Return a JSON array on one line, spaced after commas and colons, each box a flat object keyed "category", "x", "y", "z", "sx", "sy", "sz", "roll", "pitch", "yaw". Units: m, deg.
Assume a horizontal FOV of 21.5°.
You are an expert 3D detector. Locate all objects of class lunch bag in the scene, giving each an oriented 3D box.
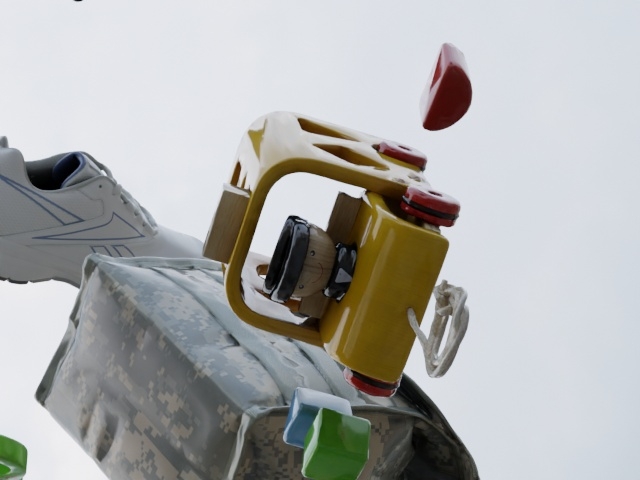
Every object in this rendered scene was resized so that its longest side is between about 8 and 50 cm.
[{"category": "lunch bag", "x": -0.032, "y": 0.128, "z": 1.321, "sx": 0.287, "sy": 0.235, "sz": 0.169, "roll": 5, "pitch": -63, "yaw": -44}]

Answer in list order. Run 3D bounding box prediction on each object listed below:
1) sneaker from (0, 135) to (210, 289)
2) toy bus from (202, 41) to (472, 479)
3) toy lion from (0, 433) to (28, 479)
[{"category": "sneaker", "x": -0.217, "y": -0.013, "z": 1.626, "sx": 0.297, "sy": 0.111, "sz": 0.129, "roll": 14, "pitch": -70, "yaw": -42}, {"category": "toy bus", "x": -0.003, "y": 0.002, "z": 0.820, "sx": 0.104, "sy": 0.191, "sz": 0.202, "roll": 16, "pitch": -32, "yaw": -9}, {"category": "toy lion", "x": -0.208, "y": 0.133, "z": 0.979, "sx": 0.100, "sy": 0.034, "sz": 0.096, "roll": -18, "pitch": -31, "yaw": 33}]
